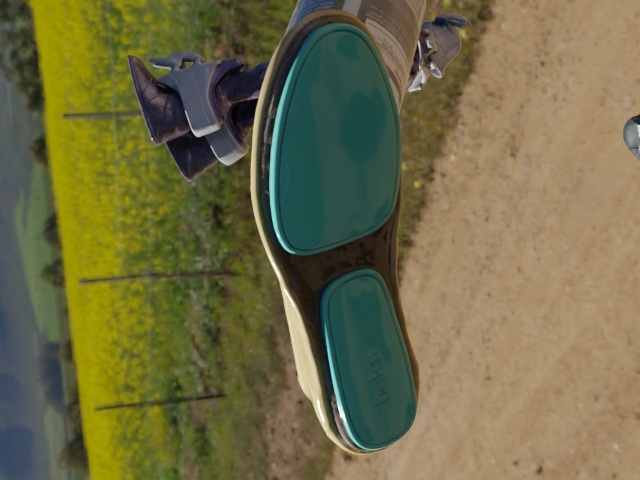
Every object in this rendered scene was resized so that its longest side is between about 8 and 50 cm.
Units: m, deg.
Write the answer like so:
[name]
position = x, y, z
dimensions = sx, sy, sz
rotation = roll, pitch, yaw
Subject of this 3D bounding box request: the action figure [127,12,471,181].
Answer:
[action figure]
position = -0.008, -0.143, 0.796
dimensions = 0.185, 0.284, 0.099
rotation = 54, -160, -80

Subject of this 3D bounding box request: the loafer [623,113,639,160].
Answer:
[loafer]
position = 0.375, -0.069, 0.911
dimensions = 0.170, 0.061, 0.062
rotation = 53, 166, 14

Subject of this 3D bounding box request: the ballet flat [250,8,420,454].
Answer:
[ballet flat]
position = 0.000, 0.000, 0.472
dimensions = 0.073, 0.080, 0.232
rotation = 35, 136, 59

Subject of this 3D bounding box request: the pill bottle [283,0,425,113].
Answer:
[pill bottle]
position = 0.013, -0.101, 0.543
dimensions = 0.078, 0.078, 0.137
rotation = 107, 180, -53
